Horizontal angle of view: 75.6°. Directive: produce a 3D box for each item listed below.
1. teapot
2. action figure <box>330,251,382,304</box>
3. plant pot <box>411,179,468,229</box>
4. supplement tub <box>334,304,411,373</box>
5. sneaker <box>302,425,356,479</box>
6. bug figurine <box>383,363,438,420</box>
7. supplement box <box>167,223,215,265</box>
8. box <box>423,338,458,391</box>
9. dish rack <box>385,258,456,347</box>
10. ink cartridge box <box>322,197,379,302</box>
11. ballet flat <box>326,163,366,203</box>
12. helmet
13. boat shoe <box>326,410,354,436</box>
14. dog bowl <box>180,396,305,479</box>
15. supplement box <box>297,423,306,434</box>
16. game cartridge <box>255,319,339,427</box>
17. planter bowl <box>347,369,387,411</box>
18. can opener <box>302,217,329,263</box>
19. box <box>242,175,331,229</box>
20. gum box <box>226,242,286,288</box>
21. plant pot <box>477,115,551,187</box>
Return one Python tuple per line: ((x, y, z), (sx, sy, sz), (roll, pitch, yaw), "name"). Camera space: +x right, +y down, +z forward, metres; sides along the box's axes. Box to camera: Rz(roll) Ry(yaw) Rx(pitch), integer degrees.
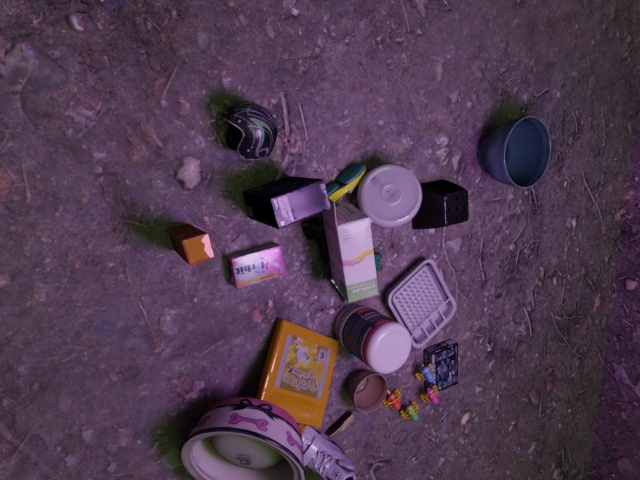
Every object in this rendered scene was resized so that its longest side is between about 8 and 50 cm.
((0.248, -0.153, 1.550), (0.256, 0.187, 0.253), (-6, 84, -1), "teapot")
((0.155, 0.125, 1.615), (0.232, 0.063, 0.137), (-39, 114, -12), "action figure")
((0.498, -0.142, 1.689), (0.187, 0.167, 0.188), (-13, 105, -26), "plant pot")
((0.191, 0.362, 1.561), (0.191, 0.272, 0.191), (-6, 103, -28), "supplement tub")
((0.001, 0.834, 1.588), (0.366, 0.210, 0.137), (43, 79, -28), "sneaker")
((0.424, 0.686, 1.833), (0.279, 0.072, 0.216), (-37, 110, -6), "bug figurine")
((-0.382, 0.006, 1.204), (0.080, 0.233, 0.078), (-22, 109, -27), "supplement box")
((0.567, 0.593, 1.937), (0.175, 0.051, 0.220), (-12, 105, -26), "box")
((0.427, 0.267, 1.786), (0.285, 0.072, 0.333), (-39, 116, -15), "dish rack")
((0.096, 0.004, 1.415), (0.119, 0.207, 0.353), (-14, 111, -10), "ink cartridge box")
((0.077, -0.192, 1.512), (0.231, 0.077, 0.077), (-38, 133, -13), "ballet flat")
((-0.216, -0.342, 1.267), (0.169, 0.169, 0.162), (-9, 120, -27), "helmet")
((0.088, 0.772, 1.715), (0.135, 0.050, 0.045), (-35, 109, -18), "boat shoe")
((-0.239, 0.683, 1.362), (0.408, 0.150, 0.408), (4, 123, 6), "dog bowl")
((-0.151, 0.651, 1.494), (0.188, 0.081, 0.104), (42, 42, -11), "supplement box")
((-0.076, 0.486, 1.504), (0.285, 0.052, 0.324), (28, 62, -30), "game cartridge")
((0.178, 0.602, 1.696), (0.162, 0.109, 0.162), (-6, 102, -28), "planter bowl")
((0.000, 0.000, 1.520), (0.186, 0.073, 0.059), (65, 31, -26), "can opener")
((-0.114, -0.128, 1.305), (0.184, 0.261, 0.103), (-21, 109, -24), "box")
((-0.222, 0.085, 1.404), (0.188, 0.062, 0.107), (-16, 107, -25), "gum box")
((0.818, -0.380, 1.796), (0.293, 0.196, 0.293), (-6, 102, -28), "plant pot")
